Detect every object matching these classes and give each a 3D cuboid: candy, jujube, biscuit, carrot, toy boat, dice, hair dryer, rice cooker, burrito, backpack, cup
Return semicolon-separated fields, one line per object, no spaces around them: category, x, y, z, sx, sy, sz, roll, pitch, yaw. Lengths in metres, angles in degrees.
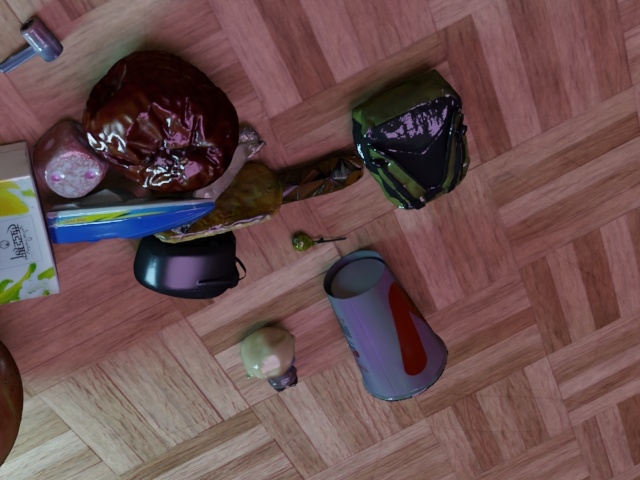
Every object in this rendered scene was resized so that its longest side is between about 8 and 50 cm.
candy;0.000;0.000;1.969;0.123;0.035;0.035;-5;112;-28
jujube;-0.253;-0.186;1.603;0.232;0.213;0.213;34;110;-34
biscuit;-0.188;-0.066;1.779;0.247;0.118;0.029;-14;155;-7
carrot;-0.033;-0.107;1.845;0.229;0.069;0.069;-16;132;-7
toy boat;-0.302;-0.048;1.664;0.295;0.088;0.129;-5;-178;24
dice;-0.410;-0.132;1.646;0.094;0.093;0.091;-40;131;14
hair dryer;-0.459;-0.289;1.540;0.114;0.037;0.063;-29;131;12
rice cooker;-0.237;0.037;1.827;0.203;0.142;0.118;-2;116;-26
burrito;-0.184;-0.107;1.739;0.058;0.063;0.229;44;78;-8
backpack;0.176;-0.169;1.823;0.207;0.140;0.253;-25;134;1
cup;0.125;0.166;2.061;0.203;0.203;0.288;-29;126;2

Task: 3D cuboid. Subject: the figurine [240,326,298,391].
figurine;-0.095;0.254;2.104;0.114;0.108;0.196;-18;151;6

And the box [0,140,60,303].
box;-0.556;-0.019;1.670;0.194;0.111;0.260;-13;129;-12

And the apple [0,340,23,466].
apple;-0.688;0.305;1.741;0.338;0.338;0.305;10;139;-29
